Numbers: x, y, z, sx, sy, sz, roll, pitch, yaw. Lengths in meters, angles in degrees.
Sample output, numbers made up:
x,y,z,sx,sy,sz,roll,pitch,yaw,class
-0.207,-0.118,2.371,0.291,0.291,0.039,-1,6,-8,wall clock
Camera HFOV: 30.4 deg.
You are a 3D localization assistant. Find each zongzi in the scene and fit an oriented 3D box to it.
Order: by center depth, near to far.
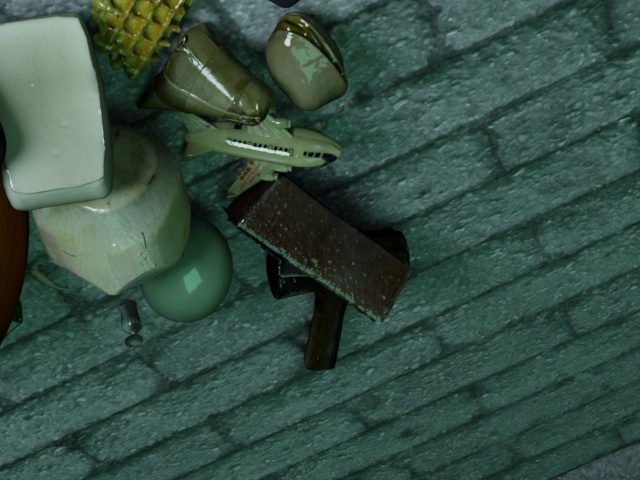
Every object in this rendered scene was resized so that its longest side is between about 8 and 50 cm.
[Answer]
x,y,z,sx,sy,sz,roll,pitch,yaw,class
-0.160,-0.188,1.620,0.176,0.160,0.078,-48,176,38,zongzi

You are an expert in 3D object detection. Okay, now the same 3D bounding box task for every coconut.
x,y,z,sx,sy,sz,roll,pitch,yaw,class
-0.298,-0.042,1.681,0.227,0.227,0.230,-12,147,-10,coconut

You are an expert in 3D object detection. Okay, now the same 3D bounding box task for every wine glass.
x,y,z,sx,sy,sz,roll,pitch,yaw,class
-0.320,0.142,2.011,0.042,0.083,0.039,1,134,-23,wine glass

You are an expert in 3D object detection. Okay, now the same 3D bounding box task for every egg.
x,y,z,sx,sy,sz,roll,pitch,yaw,class
-0.215,0.046,1.881,0.149,0.149,0.192,-6,139,-18,egg

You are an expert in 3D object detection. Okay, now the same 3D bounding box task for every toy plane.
x,y,z,sx,sy,sz,roll,pitch,yaw,class
-0.089,-0.148,1.730,0.244,0.092,0.229,2,138,1,toy plane

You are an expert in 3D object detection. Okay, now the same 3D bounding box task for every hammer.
x,y,z,sx,sy,sz,roll,pitch,yaw,class
0.012,0.121,2.153,0.242,0.095,0.409,-9,147,-14,hammer

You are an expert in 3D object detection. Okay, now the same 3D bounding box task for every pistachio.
x,y,z,sx,sy,sz,roll,pitch,yaw,class
-0.021,-0.248,1.633,0.113,0.113,0.149,-24,144,6,pistachio

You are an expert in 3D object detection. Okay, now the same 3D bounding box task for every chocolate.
x,y,z,sx,sy,sz,roll,pitch,yaw,class
0.000,0.000,1.885,0.321,0.112,0.112,34,98,-25,chocolate

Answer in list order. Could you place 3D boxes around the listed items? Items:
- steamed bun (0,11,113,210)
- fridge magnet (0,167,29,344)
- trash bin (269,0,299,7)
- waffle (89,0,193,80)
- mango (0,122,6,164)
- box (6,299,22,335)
x,y,z,sx,sy,sz,roll,pitch,yaw,class
-0.346,-0.162,1.511,0.146,0.242,0.164,-9,177,-10,steamed bun
-0.489,0.035,1.598,0.155,0.364,0.364,10,140,2,fridge magnet
0.004,-0.425,1.345,0.290,0.209,0.182,-36,142,29,trash bin
-0.212,-0.297,1.537,0.192,0.046,0.161,-25,141,6,waffle
-0.499,-0.157,1.399,0.152,0.287,0.201,-34,145,-37,mango
-0.603,0.097,1.810,0.180,0.103,0.250,-38,140,22,box
